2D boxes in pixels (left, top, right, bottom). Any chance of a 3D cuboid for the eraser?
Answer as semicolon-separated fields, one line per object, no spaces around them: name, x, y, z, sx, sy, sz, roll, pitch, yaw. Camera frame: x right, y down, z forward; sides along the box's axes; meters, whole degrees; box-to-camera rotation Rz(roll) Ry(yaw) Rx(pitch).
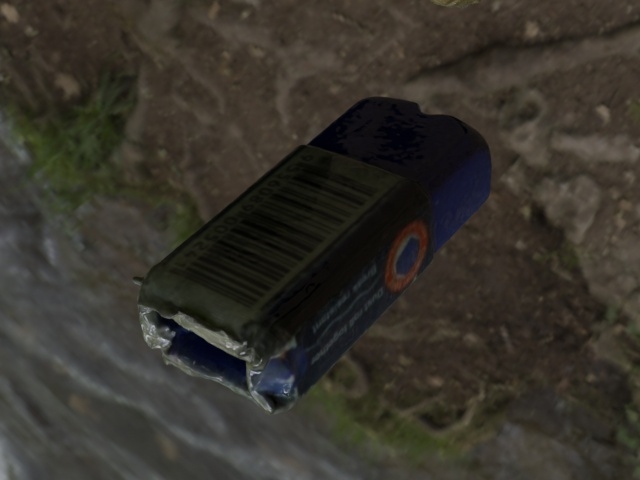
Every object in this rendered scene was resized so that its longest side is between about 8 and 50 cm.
eraser;0.000;0.000;0.975;0.155;0.332;0.102;22;138;32

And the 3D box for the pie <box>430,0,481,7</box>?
pie;0.114;-0.237;0.669;0.084;0.179;0.205;27;90;6
